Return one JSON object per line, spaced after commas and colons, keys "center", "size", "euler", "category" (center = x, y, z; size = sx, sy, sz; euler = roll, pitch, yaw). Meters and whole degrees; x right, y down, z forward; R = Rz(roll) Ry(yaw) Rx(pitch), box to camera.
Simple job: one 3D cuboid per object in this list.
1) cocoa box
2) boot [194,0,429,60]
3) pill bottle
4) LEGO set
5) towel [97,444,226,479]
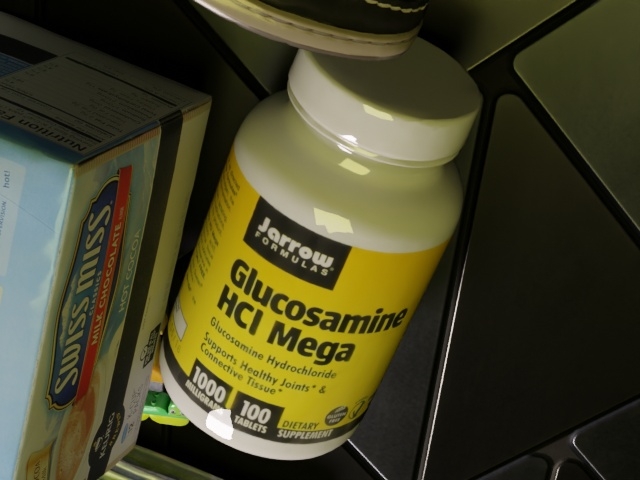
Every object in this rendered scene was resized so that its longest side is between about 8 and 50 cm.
{"center": [-0.262, 0.028, 1.115], "size": [0.231, 0.228, 0.347], "euler": [22, 114, 13], "category": "cocoa box"}
{"center": [-0.041, -0.308, 0.888], "size": [0.377, 0.138, 0.284], "euler": [33, 121, -6], "category": "boot"}
{"center": [0.000, 0.000, 1.140], "size": [0.188, 0.188, 0.334], "euler": [20, 123, -4], "category": "pill bottle"}
{"center": [-0.139, 0.110, 1.291], "size": [0.227, 0.087, 0.093], "euler": [6, 134, 6], "category": "LEGO set"}
{"center": [-0.230, 0.354, 1.462], "size": [0.320, 0.090, 0.374], "euler": [24, 123, -6], "category": "towel"}
